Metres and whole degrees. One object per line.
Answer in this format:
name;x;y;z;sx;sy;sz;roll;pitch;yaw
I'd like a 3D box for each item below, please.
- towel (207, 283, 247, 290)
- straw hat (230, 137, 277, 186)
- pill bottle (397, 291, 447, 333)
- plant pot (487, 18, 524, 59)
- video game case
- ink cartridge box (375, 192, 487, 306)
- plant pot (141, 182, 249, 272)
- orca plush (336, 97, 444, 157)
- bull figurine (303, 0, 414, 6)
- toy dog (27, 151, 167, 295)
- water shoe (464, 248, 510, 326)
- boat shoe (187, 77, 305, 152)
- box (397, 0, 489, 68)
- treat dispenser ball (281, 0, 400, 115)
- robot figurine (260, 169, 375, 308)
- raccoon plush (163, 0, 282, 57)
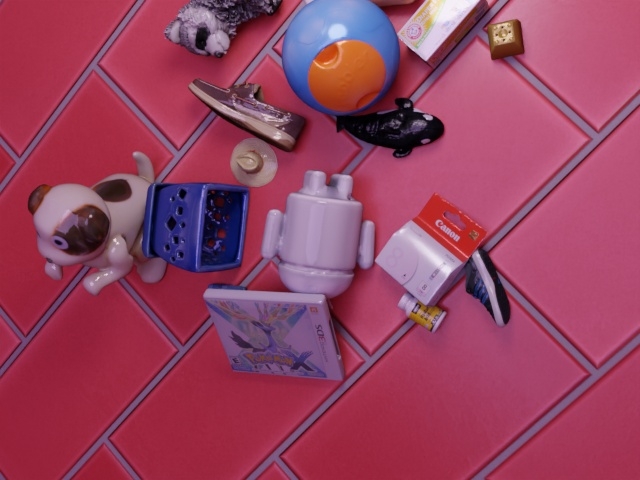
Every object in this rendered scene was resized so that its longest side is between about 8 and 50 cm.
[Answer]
towel;-0.262;0.157;2.036;0.119;0.029;0.067;4;94;19
straw hat;-0.194;-0.215;1.977;0.144;0.061;0.145;1;94;19
pill bottle;0.257;0.181;1.840;0.116;0.065;0.065;31;102;15
plant pot;0.441;-0.488;1.733;0.081;0.083;0.081;-8;90;20
video game case;-0.118;0.251;1.898;0.328;0.036;0.300;2;131;19
ink cartridge box;0.272;0.019;1.808;0.189;0.066;0.232;42;110;30
plant pot;-0.345;-0.047;1.953;0.212;0.236;0.236;9;96;24
orca plush;0.162;-0.301;1.828;0.287;0.102;0.151;23;100;17
bull figurine;0.105;-0.659;1.830;0.310;0.101;0.189;2;92;19
toy dog;-0.587;-0.041;1.937;0.284;0.408;0.396;34;103;14
water shoe;0.406;0.122;1.794;0.080;0.073;0.203;-25;78;36
boat shoe;-0.195;-0.366;1.949;0.342;0.123;0.123;30;88;15
box;0.300;-0.536;1.763;0.103;0.114;0.203;46;107;12
treat dispenser ball;0.049;-0.449;1.754;0.288;0.288;0.288;1;93;19
robot figurine;0.000;0.000;1.848;0.299;0.200;0.354;7;95;-11
raccoon plush;-0.273;-0.703;1.959;0.299;0.216;0.447;-22;56;32
